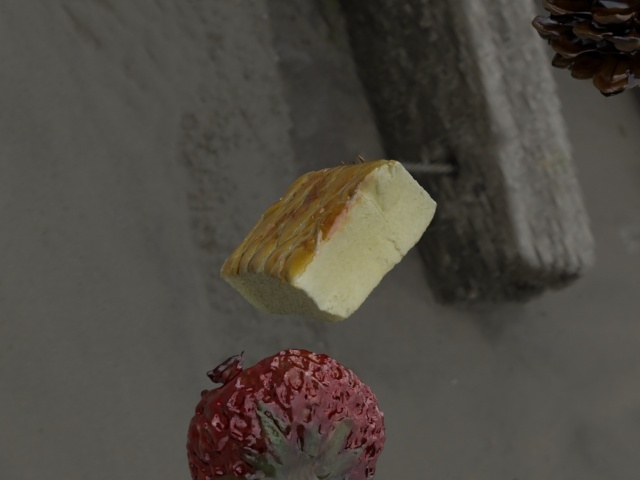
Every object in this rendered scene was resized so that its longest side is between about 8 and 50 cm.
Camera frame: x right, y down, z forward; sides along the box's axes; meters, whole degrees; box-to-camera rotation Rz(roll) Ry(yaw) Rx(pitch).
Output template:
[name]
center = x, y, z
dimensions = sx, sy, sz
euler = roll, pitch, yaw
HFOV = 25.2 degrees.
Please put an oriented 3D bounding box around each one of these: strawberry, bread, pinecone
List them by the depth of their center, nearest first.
[strawberry]
center = -0.020, 0.144, 0.980
dimensions = 0.145, 0.145, 0.086
euler = 35, 6, -28
[pinecone]
center = 0.239, -0.200, 1.106
dimensions = 0.173, 0.173, 0.173
euler = 22, 57, -37
[bread]
center = -0.001, 0.000, 1.133
dimensions = 0.068, 0.188, 0.125
euler = 46, 75, -15
